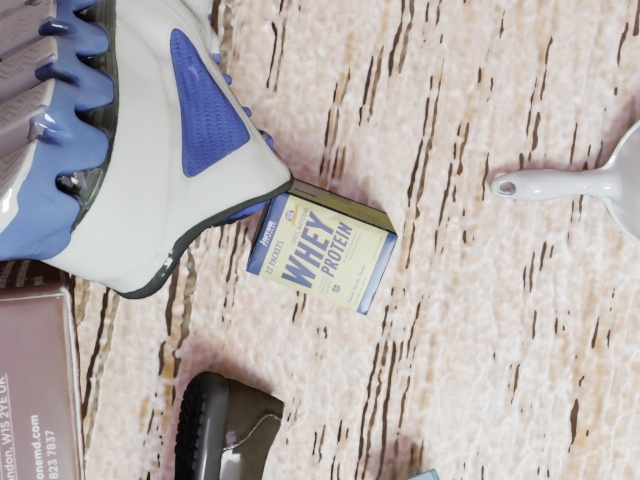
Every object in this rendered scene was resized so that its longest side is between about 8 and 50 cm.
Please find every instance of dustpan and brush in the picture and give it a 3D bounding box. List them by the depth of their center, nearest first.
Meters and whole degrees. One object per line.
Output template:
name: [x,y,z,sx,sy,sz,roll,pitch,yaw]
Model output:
dustpan and brush: [0.223,-0.038,0.671,0.211,0.060,0.147,-6,114,-6]

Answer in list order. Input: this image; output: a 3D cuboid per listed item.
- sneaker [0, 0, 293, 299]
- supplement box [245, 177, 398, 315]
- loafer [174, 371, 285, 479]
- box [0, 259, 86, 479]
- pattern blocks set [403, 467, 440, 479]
sneaker: [-0.106,-0.097,0.587,0.127,0.315,0.182,-13,147,35]
supplement box: [0.000,0.000,0.653,0.083,0.083,0.056,20,100,-5]
loafer: [-0.065,0.202,0.690,0.078,0.080,0.220,7,98,-21]
box: [-0.331,0.097,0.564,0.381,0.191,0.143,-3,95,-14]
pattern blocks set: [0.068,0.338,0.679,0.285,0.026,0.325,-36,75,14]
